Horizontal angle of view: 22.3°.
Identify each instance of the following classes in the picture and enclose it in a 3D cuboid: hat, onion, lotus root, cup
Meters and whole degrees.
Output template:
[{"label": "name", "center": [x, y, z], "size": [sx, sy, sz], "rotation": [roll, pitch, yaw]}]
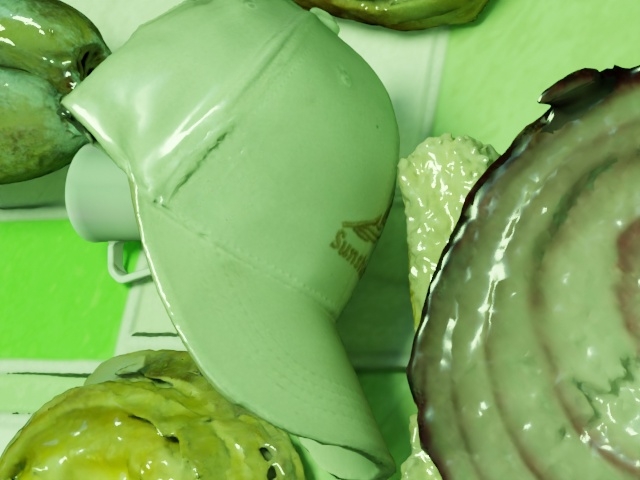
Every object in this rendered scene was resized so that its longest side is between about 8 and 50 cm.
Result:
[{"label": "hat", "center": [-0.007, 0.000, 1.005], "size": [0.168, 0.258, 0.301], "rotation": [-30, 63, 10]}, {"label": "onion", "center": [0.184, 0.077, 0.877], "size": [0.280, 0.146, 0.314], "rotation": [-42, 85, 2]}, {"label": "lotus root", "center": [-0.309, -0.127, 1.263], "size": [0.322, 0.140, 0.158], "rotation": [10, 65, 21]}, {"label": "cup", "center": [-0.124, -0.019, 1.190], "size": [0.116, 0.074, 0.104], "rotation": [4, 93, 28]}]

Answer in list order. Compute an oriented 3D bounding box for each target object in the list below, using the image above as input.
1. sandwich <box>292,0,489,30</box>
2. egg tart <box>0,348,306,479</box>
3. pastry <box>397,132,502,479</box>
[{"label": "sandwich", "center": [0.051, -0.288, 1.193], "size": [0.249, 0.095, 0.273], "rotation": [16, 75, 33]}, {"label": "egg tart", "center": [-0.138, 0.196, 1.068], "size": [0.279, 0.095, 0.278], "rotation": [-14, 59, 24]}, {"label": "pastry", "center": [0.092, 0.060, 0.976], "size": [0.089, 0.121, 0.258], "rotation": [-20, 59, 28]}]
